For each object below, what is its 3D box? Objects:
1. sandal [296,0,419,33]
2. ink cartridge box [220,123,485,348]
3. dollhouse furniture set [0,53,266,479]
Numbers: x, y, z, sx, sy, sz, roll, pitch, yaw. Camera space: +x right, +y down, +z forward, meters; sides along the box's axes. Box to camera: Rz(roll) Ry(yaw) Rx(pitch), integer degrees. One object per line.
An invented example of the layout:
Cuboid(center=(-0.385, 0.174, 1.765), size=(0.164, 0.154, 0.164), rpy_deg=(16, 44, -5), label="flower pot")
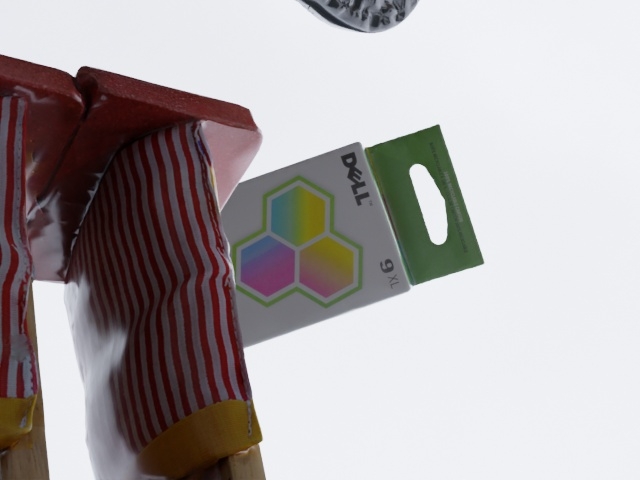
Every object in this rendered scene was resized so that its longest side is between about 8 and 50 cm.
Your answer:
Cuboid(center=(-0.061, -0.314, 0.884), size=(0.107, 0.445, 0.167), rpy_deg=(5, -136, 49), label="sandal")
Cuboid(center=(0.000, 0.000, 1.118), size=(0.209, 0.062, 0.109), rpy_deg=(-19, -92, 2), label="ink cartridge box")
Cuboid(center=(-0.146, 0.125, 0.649), size=(0.374, 0.152, 0.201), rpy_deg=(-56, -144, 40), label="dollhouse furniture set")
